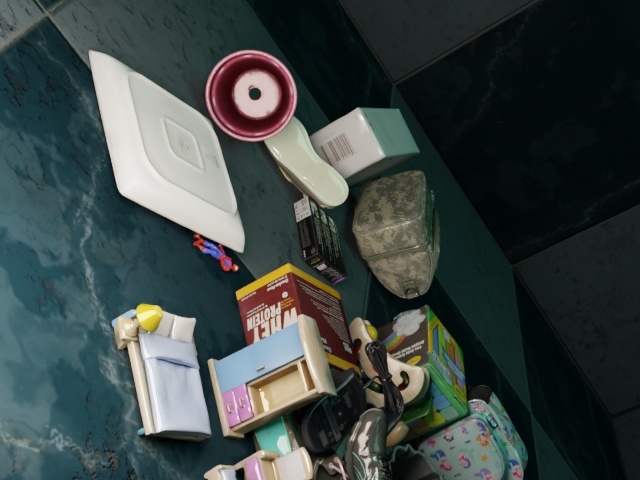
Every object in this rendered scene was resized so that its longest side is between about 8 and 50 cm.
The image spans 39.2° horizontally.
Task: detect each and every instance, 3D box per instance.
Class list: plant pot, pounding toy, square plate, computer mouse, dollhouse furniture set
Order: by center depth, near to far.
[{"bbox_3d":[-0.136,0.230,1.350,0.303,0.198,0.286,28,39,-54],"label":"dollhouse furniture set"},{"bbox_3d":[0.052,0.320,1.655,0.262,0.060,0.184,-42,118,-38],"label":"computer mouse"},{"bbox_3d":[-0.276,-0.173,1.700,0.344,0.049,0.347,29,35,-51],"label":"square plate"},{"bbox_3d":[0.133,0.283,1.892,0.270,0.154,0.155,59,8,18],"label":"pounding toy"},{"bbox_3d":[-0.149,-0.329,2.037,0.201,0.201,0.180,58,6,-9],"label":"plant pot"}]

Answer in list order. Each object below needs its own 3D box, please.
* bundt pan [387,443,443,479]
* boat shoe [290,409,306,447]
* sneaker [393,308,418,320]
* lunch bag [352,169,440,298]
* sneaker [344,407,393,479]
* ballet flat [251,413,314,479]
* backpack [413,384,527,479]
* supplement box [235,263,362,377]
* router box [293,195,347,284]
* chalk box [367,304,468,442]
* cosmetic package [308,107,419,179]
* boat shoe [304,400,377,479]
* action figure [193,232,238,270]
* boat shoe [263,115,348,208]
[{"bbox_3d":[0.166,0.569,1.728,0.331,0.124,0.331,49,24,-31],"label":"bundt pan"},{"bbox_3d":[-0.059,0.314,1.631,0.137,0.049,0.043,59,18,-14],"label":"boat shoe"},{"bbox_3d":[0.240,0.230,2.423,0.166,0.065,0.076,-15,94,-65],"label":"sneaker"},{"bbox_3d":[0.227,-0.015,2.491,0.305,0.212,0.256,-79,153,-57],"label":"lunch bag"},{"bbox_3d":[0.099,0.432,1.581,0.101,0.106,0.268,21,74,-53],"label":"sneaker"},{"bbox_3d":[-0.051,0.391,1.500,0.096,0.095,0.281,54,19,-53],"label":"ballet flat"},{"bbox_3d":[0.360,0.499,2.117,0.254,0.225,0.191,57,23,-7],"label":"backpack"},{"bbox_3d":[-0.041,0.181,1.721,0.191,0.129,0.194,33,35,-52],"label":"supplement box"},{"bbox_3d":[0.000,0.000,2.151,0.133,0.046,0.179,40,30,-44],"label":"router box"},{"bbox_3d":[0.220,0.327,2.074,0.179,0.180,0.289,51,25,-25],"label":"chalk box"},{"bbox_3d":[0.112,-0.253,2.489,0.156,0.217,0.385,63,23,4],"label":"cosmetic package"},{"bbox_3d":[0.036,0.396,1.678,0.112,0.095,0.335,58,21,-10],"label":"boat shoe"},{"bbox_3d":[-0.194,0.026,1.705,0.115,0.030,0.038,46,21,-40],"label":"action figure"},{"bbox_3d":[-0.057,-0.199,2.204,0.305,0.109,0.091,50,-19,-3],"label":"boat shoe"}]
